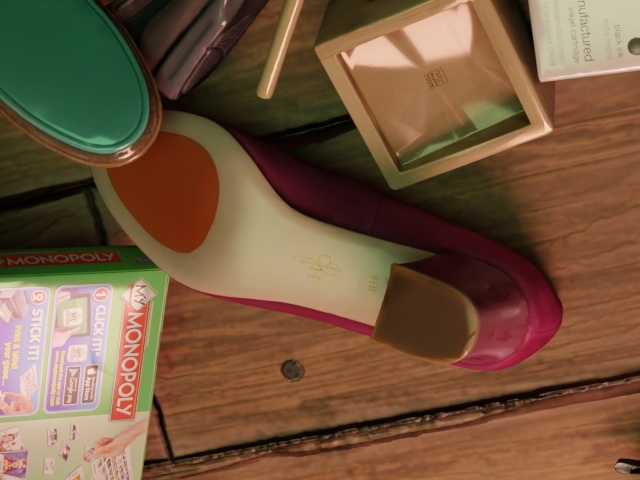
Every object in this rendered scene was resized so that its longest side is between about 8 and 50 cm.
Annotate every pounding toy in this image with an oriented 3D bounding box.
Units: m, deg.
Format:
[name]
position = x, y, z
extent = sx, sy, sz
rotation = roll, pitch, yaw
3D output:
[pounding toy]
position = 0.043, -0.150, 1.155
extent = 0.181, 0.094, 0.206
rotation = -20, 117, 20

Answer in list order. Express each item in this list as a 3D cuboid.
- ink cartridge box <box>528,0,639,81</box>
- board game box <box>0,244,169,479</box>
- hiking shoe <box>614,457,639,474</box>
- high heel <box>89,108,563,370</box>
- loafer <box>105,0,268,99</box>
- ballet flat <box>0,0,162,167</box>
[ink cartridge box]
position = 0.251, -0.204, 1.107
extent = 0.219, 0.092, 0.160
rotation = -6, 106, 15
[board game box]
position = -0.242, 0.156, 1.280
extent = 0.214, 0.046, 0.317
rotation = -2, 118, -25
[hiking shoe]
position = 0.311, 0.253, 1.250
extent = 0.114, 0.086, 0.226
rotation = -19, 96, 32
[high heel]
position = 0.000, 0.000, 1.248
extent = 0.377, 0.181, 0.127
rotation = 31, 105, 25
[loafer]
position = -0.053, -0.237, 1.165
extent = 0.095, 0.109, 0.302
rotation = 41, 114, 3
[ballet flat]
position = -0.254, -0.168, 1.224
extent = 0.342, 0.124, 0.116
rotation = 37, 76, 5
